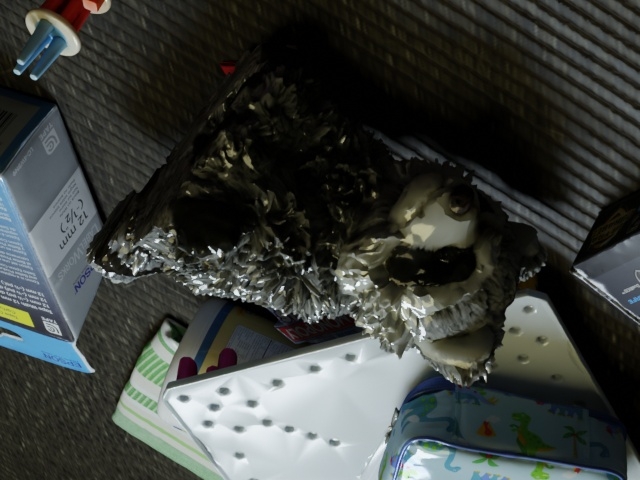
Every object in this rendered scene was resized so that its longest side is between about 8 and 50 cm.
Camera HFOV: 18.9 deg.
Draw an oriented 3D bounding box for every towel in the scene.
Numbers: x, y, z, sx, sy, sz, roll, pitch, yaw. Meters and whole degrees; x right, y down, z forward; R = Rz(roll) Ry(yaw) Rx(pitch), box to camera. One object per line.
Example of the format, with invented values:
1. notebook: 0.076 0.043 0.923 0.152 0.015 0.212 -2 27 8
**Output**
1. towel: -0.117 0.217 2.281 0.248 0.038 0.325 31 153 1

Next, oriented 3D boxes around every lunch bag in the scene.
1. lunch bag: 0.164 0.221 1.781 0.219 0.090 0.176 10 135 -3

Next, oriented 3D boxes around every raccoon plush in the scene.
1. raccoon plush: 0.000 0.000 1.680 0.299 0.216 0.446 33 167 -12

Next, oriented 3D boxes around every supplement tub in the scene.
1. supplement tub: -0.054 0.160 2.004 0.200 0.144 0.144 24 151 5

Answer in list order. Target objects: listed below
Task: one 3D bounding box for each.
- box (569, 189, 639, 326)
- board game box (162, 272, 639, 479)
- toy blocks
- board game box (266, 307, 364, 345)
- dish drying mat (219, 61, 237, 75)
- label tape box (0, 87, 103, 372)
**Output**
1. box: 0.389 0.046 1.484 0.293 0.073 0.295 39 151 -11
2. board game box: 0.105 0.205 1.873 0.390 0.050 0.390 -16 132 22
3. toy blocks: -0.190 -0.201 1.558 0.054 0.148 0.123 38 151 -14
4. board game box: 0.011 0.061 1.880 0.194 0.060 0.194 41 150 -17
5. dish drying mat: -0.057 -0.127 1.698 0.032 0.008 0.083 1 140 42
6. label tape box: -0.362 -0.025 2.037 0.249 0.115 0.347 17 148 24
